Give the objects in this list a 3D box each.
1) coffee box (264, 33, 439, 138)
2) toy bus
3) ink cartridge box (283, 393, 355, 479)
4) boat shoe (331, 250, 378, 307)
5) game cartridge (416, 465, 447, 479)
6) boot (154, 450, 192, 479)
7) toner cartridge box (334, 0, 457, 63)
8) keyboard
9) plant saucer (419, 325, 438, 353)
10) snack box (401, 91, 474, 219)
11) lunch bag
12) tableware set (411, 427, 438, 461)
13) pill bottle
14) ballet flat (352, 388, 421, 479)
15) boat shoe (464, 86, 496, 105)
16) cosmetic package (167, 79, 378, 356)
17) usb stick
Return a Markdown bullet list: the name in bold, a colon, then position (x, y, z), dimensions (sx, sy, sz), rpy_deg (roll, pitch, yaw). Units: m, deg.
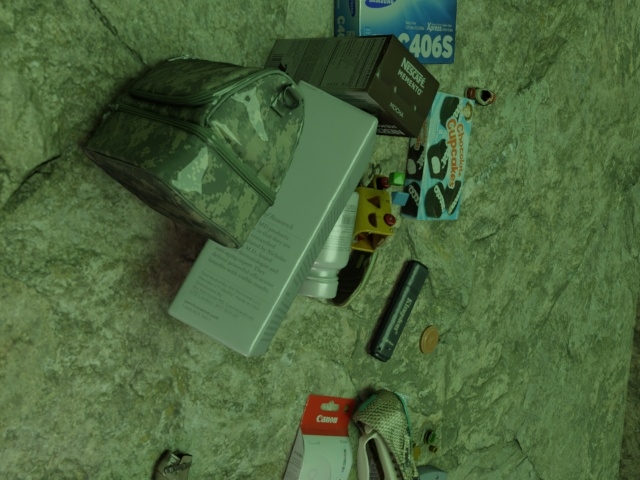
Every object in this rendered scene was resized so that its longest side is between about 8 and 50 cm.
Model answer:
- **coffee box**: position (0.047, -0.289, 1.222), dimensions (0.168, 0.297, 0.118), rpy_deg (31, 79, -46)
- **toy bus**: position (0.098, -0.076, 1.457), dimensions (0.105, 0.202, 0.190), rpy_deg (9, 103, -21)
- **ink cartridge box**: position (0.014, 0.501, 1.574), dimensions (0.189, 0.066, 0.232), rpy_deg (21, 89, -47)
- **boat shoe**: position (0.093, 0.086, 1.541), dimensions (0.190, 0.068, 0.072), rpy_deg (-58, 145, -18)
- **game cartridge**: position (0.264, 0.770, 1.901), dimensions (0.294, 0.060, 0.195), rpy_deg (4, 101, -46)
- **boot**: position (-0.275, 0.464, 1.279), dimensions (0.118, 0.042, 0.086), rpy_deg (35, 73, -45)
- **toner cartridge box**: position (0.178, -0.483, 1.466), dimensions (0.348, 0.075, 0.165), rpy_deg (-15, 110, -42)
- **keyboard**: position (0.185, 0.543, 1.788), dimensions (0.072, 0.014, 0.255), rpy_deg (25, 82, -46)
- **plant saucer**: position (0.313, 0.284, 1.850), dimensions (0.084, 0.013, 0.083), rpy_deg (-15, 112, -42)
- **snack box**: position (0.305, -0.214, 1.677), dimensions (0.187, 0.060, 0.321), rpy_deg (-3, 102, -46)
- **lunch bag**: position (-0.187, -0.166, 1.019), dimensions (0.256, 0.305, 0.212), rpy_deg (-55, 133, -13)
- **tableware set**: position (0.302, 0.609, 1.917), dimensions (0.154, 0.024, 0.103), rpy_deg (20, 86, -47)
- **pill bottle**: position (0.000, 0.000, 1.370), dimensions (0.131, 0.131, 0.229), rpy_deg (4, 97, -46)
- **ballet flat**: position (0.186, 0.626, 1.677), dimensions (0.182, 0.164, 0.482), rpy_deg (-26, 104, -33)
- **boat shoe**: position (0.451, -0.399, 1.790), dimensions (0.137, 0.043, 0.049), rpy_deg (-2, 100, -47)
- **cosmetic package**: position (-0.073, -0.027, 1.171), dimensions (0.453, 0.162, 0.230), rpy_deg (-61, 174, -8)
- **usb stick**: position (0.205, 0.181, 1.690), dimensions (0.077, 0.045, 0.277), rpy_deg (38, 73, -45)
